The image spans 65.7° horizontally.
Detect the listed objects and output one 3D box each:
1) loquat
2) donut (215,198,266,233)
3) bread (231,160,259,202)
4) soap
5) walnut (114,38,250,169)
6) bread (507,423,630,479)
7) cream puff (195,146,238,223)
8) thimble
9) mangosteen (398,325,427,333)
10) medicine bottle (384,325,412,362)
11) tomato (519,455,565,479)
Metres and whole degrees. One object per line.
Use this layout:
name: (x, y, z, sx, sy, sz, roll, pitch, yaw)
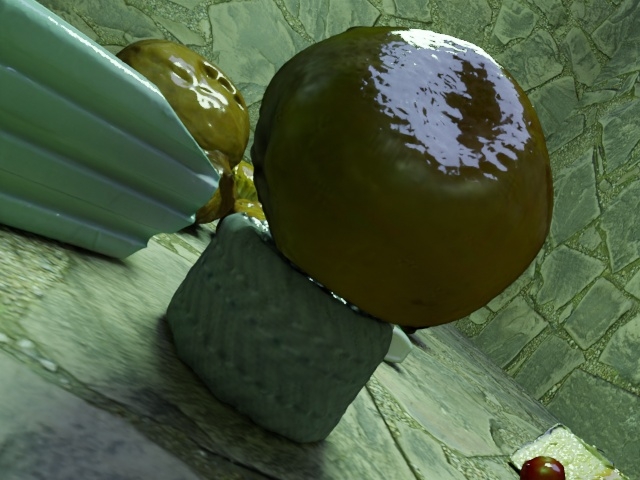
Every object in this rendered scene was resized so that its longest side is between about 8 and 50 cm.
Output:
loquat: (0.071, -0.056, 0.490, 0.283, 0.276, 0.276, 8, 13, -13)
donut: (-0.122, -0.001, 1.088, 0.226, 0.114, 0.226, 37, 5, -4)
bread: (-0.257, -0.192, 1.732, 0.239, 0.139, 0.240, 36, 5, -4)
soap: (-0.278, -0.113, 0.546, 0.115, 0.208, 0.347, 40, 7, 35)
walnut: (-0.359, -0.324, 1.272, 0.397, 0.308, 0.354, 36, 27, -33)
bread: (0.514, 0.497, 0.963, 0.266, 0.178, 0.142, 46, -21, 46)
cream puff: (-0.279, -0.123, 0.995, 0.241, 0.155, 0.269, 31, 13, -6)
thimble: (-0.045, 0.089, 0.572, 0.245, 0.157, 0.217, 39, 5, 26)
mangosteen: (0.297, 0.202, 1.592, 0.209, 0.210, 0.210, 36, 5, -4)
medicine bottle: (0.131, 0.199, 1.169, 0.115, 0.078, 0.219, 33, 6, -16)
tomato: (0.401, 0.431, 0.895, 0.075, 0.087, 0.087, 8, -8, 25)
